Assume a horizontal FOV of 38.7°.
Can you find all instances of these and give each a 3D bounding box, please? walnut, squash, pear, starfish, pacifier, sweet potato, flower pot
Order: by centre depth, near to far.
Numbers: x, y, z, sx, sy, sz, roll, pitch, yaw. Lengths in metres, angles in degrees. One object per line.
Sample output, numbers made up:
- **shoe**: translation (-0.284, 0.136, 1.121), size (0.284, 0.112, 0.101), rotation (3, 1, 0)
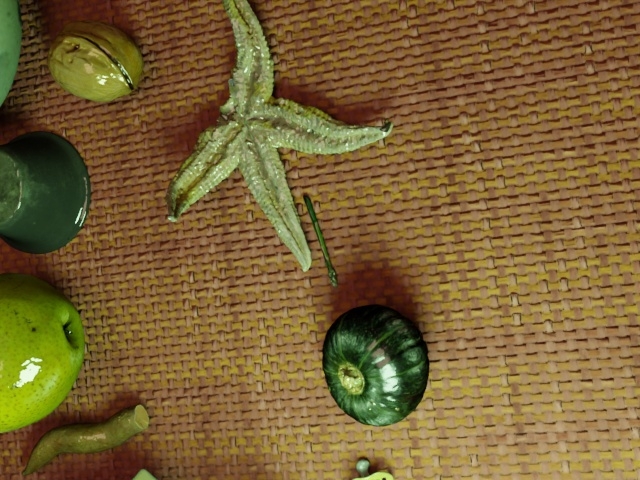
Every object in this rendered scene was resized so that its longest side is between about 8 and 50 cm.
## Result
- **squash**: translation (0.088, 0.195, 1.433), size (0.193, 0.156, 0.193), rotation (-9, 78, 49)
- **pacifier**: translation (0.077, 0.393, 1.502), size (0.083, 0.068, 0.064), rotation (-17, 50, 1)
- **starfish**: translation (-0.106, -0.179, 1.519), size (0.384, 0.132, 0.398), rotation (33, 88, 13)
- **pear**: translation (-0.552, 0.191, 1.597), size (0.294, 0.294, 0.294), rotation (0, 90, 19)
- **walnut**: translation (-0.396, -0.317, 1.616), size (0.180, 0.144, 0.144), rotation (27, 99, 26)
- **flower pot**: translation (-0.560, -0.092, 1.666), size (0.235, 0.148, 0.235), rotation (0, 89, 19)
- **sweet potato**: translation (-0.438, 0.362, 1.670), size (0.281, 0.059, 0.067), rotation (-18, 105, 20)

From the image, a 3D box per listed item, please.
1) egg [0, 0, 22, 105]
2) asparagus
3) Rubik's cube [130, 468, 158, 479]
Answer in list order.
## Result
- **egg**: translation (-0.707, -0.388, 1.615), size (0.345, 0.345, 0.428), rotation (-5, 104, 19)
- **asparagus**: translation (0.000, 0.000, 1.541), size (0.013, 0.016, 0.166), rotation (-17, 82, -15)
- **Rubik's cube**: translation (-0.330, 0.531, 1.553), size (0.213, 0.224, 0.265), rotation (39, 98, 1)
